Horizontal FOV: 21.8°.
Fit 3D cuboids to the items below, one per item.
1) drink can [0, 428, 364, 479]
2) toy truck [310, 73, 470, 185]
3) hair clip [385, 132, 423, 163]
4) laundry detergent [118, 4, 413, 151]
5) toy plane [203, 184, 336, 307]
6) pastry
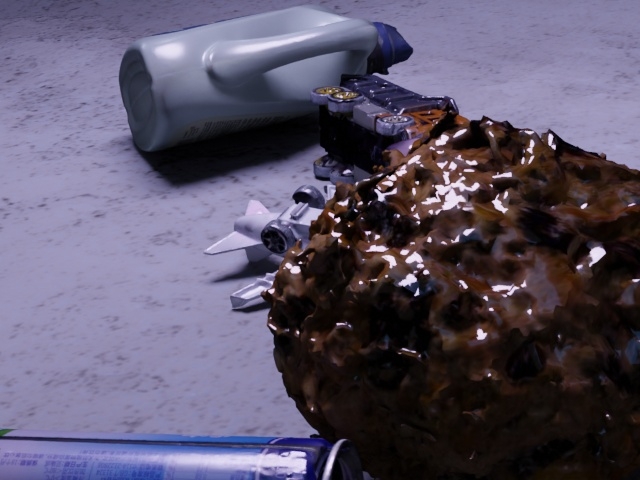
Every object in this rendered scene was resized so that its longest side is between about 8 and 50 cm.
[{"bbox_3d":[-0.099,0.151,0.908,0.235,0.097,0.097,-1,23,14],"label":"drink can"},{"bbox_3d":[0.059,-0.089,1.456,0.092,0.083,0.192,-11,22,-25],"label":"toy truck"},{"bbox_3d":[0.090,-0.005,1.220,0.146,0.075,0.257,40,36,1],"label":"hair clip"},{"bbox_3d":[-0.041,-0.165,1.581,0.280,0.105,0.215,-13,-3,-14],"label":"laundry detergent"},{"bbox_3d":[0.000,0.000,1.290,0.171,0.066,0.162,3,35,32],"label":"toy plane"},{"bbox_3d":[0.102,0.054,0.986,0.274,0.193,0.275,3,59,-5],"label":"pastry"}]
